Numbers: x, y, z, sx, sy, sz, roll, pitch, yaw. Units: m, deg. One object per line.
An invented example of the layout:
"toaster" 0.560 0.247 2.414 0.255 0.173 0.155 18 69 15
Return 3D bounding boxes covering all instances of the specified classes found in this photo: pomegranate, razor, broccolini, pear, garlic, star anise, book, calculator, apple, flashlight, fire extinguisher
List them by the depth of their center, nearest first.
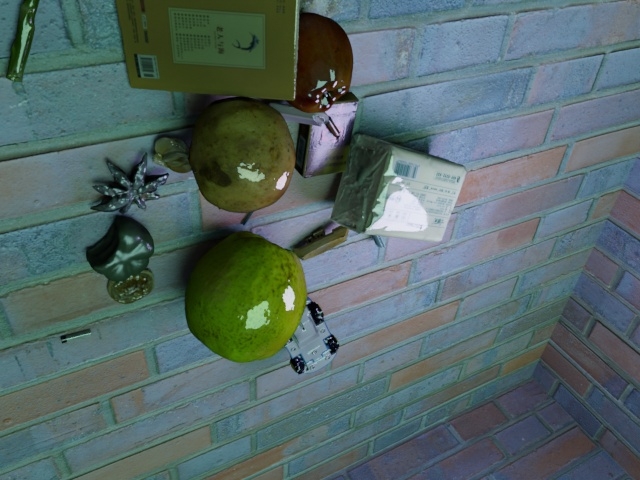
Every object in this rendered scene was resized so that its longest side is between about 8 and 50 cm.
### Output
"broccolini" -0.533 -0.479 1.086 0.079 0.074 0.391 12 117 -34
"book" -0.242 -0.445 1.226 0.390 0.032 0.268 5 129 -2
"pomegranate" -0.192 -0.210 1.368 0.281 0.281 0.281 -20 135 -21
"apple" -0.026 -0.438 1.375 0.234 0.234 0.233 -20 135 -21
"star anise" -0.485 -0.136 1.430 0.205 0.061 0.180 -13 132 -26
"garlic" -0.368 -0.221 1.431 0.094 0.074 0.113 -19 136 20
"calculator" -0.064 -0.336 1.491 0.100 0.175 0.032 1 101 -78
"fire extinguisher" 0.035 -0.312 1.574 0.083 0.023 0.028 51 53 -49
"flashlight" -0.722 0.284 1.656 0.083 0.018 0.018 -13 132 -27
"pear" -0.212 0.156 1.660 0.391 0.391 0.390 -20 135 -21
"razor" 0.279 -0.082 2.033 0.232 0.068 0.106 -40 139 -7

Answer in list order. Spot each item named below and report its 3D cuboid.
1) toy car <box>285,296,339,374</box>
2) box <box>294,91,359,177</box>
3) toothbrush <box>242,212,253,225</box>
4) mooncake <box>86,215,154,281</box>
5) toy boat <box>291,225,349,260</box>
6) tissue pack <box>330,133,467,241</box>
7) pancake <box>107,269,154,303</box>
"toy car" -0.064 0.346 2.069 0.198 0.166 0.314 -31 121 -9
"box" 0.017 -0.308 1.637 0.160 0.071 0.240 -10 132 -26
"toothbrush" -0.189 -0.112 1.701 0.014 0.011 0.167 17 114 -49
"mooncake" -0.537 0.024 1.505 0.169 0.104 0.175 -1 123 -28
"toy boat" 0.000 0.000 1.889 0.206 0.072 0.064 -24 153 -1
"tissue pack" 0.254 -0.155 1.810 0.381 0.207 0.296 9 105 -40
"pancake" -0.554 0.135 1.645 0.140 0.022 0.139 -19 135 -20
